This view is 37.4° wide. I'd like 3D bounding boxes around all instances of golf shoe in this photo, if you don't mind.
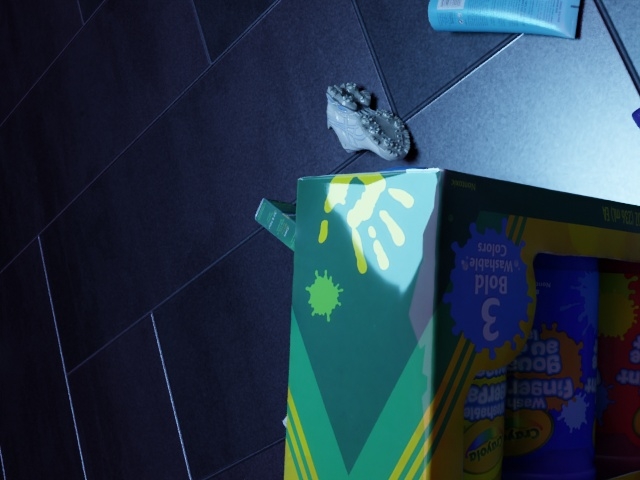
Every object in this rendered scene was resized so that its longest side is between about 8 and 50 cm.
[{"bbox_3d":[0.067,-0.156,1.385,0.176,0.069,0.086,52,141,38],"label":"golf shoe"}]

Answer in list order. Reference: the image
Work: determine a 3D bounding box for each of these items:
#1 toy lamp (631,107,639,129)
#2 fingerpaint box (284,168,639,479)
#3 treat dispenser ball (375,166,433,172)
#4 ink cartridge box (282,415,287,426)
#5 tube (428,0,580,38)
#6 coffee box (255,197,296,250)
[{"bbox_3d":[0.445,-0.209,0.983,0.274,0.080,0.080,-49,55,29],"label":"toy lamp"},{"bbox_3d":[0.182,0.143,0.870,0.163,0.445,0.370,1,86,45],"label":"fingerpaint box"},{"bbox_3d":[0.112,0.054,1.146,0.288,0.288,0.288,-5,83,45],"label":"treat dispenser ball"},{"bbox_3d":[0.063,0.237,1.322,0.158,0.092,0.217,53,124,35],"label":"ink cartridge box"},{"bbox_3d":[0.238,-0.300,1.225,0.207,0.052,0.080,9,98,40],"label":"tube"},{"bbox_3d":[0.000,0.000,1.393,0.184,0.113,0.040,38,110,42],"label":"coffee box"}]
